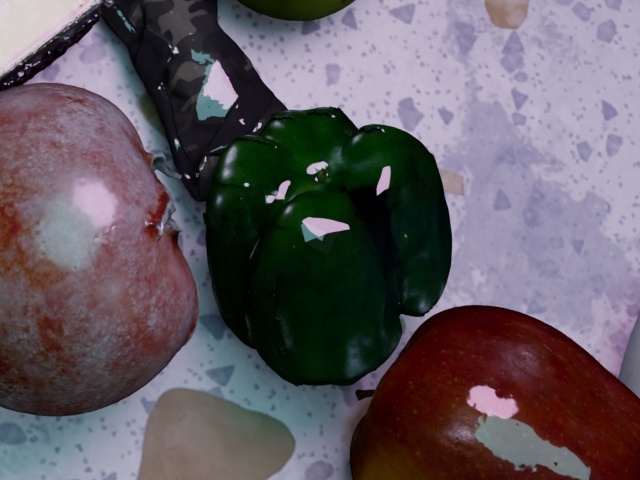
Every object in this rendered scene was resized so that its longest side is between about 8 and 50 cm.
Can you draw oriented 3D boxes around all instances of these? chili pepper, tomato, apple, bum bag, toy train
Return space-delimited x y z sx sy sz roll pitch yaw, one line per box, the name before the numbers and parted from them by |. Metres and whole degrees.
chili pepper | 0.000 0.000 1.553 0.233 0.257 0.248 18 55 24
tomato | -0.255 0.006 1.476 0.282 0.317 0.317 -20 85 -8
apple | 0.176 0.213 1.550 0.317 0.288 0.288 33 72 13
bum bag | -0.140 -0.200 1.660 0.144 0.095 0.340 -25 80 -21
toy train | -0.352 -0.232 1.592 0.261 0.134 0.177 -42 99 -18

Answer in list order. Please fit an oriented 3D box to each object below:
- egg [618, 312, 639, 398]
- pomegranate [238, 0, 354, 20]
egg | 0.429 0.190 1.666 0.230 0.230 0.371 8 71 -14
pomegranate | -0.045 -0.374 1.660 0.236 0.236 0.302 -38 65 -19
